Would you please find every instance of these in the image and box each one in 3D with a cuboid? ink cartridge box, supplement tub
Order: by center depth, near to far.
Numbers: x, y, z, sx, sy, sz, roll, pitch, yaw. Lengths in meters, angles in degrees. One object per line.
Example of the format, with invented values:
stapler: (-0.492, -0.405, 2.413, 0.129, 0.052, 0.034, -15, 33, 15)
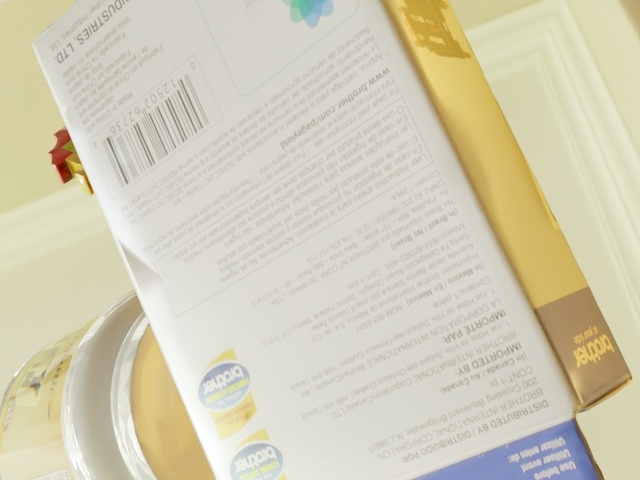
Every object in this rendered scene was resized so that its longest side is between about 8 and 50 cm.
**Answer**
ink cartridge box: (0.000, 0.000, 0.446, 0.186, 0.065, 0.311, -31, -104, 36)
supplement tub: (-0.128, 0.156, 0.873, 0.316, 0.228, 0.228, -28, -152, 53)

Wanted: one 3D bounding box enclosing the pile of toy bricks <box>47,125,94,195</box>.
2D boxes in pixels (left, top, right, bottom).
pile of toy bricks: (-0.096, -0.077, 0.742, 0.105, 0.118, 0.212, 21, -130, 36)
